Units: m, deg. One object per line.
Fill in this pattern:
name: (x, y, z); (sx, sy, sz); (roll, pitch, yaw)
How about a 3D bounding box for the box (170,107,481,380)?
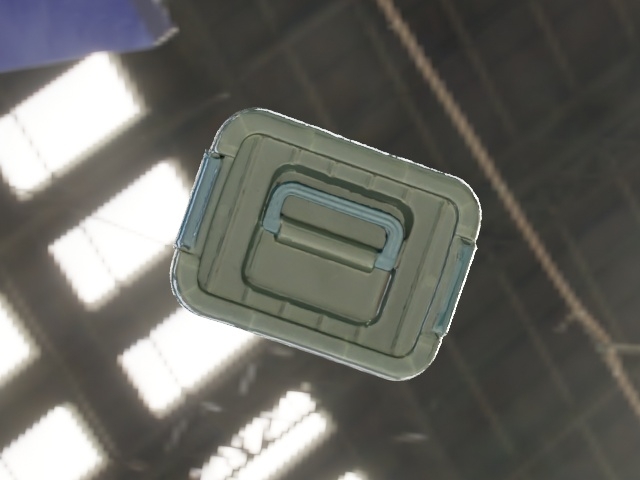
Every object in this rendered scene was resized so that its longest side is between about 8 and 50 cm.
box: (0.000, 0.000, 0.703); (0.099, 0.054, 0.074); (19, -87, -7)
